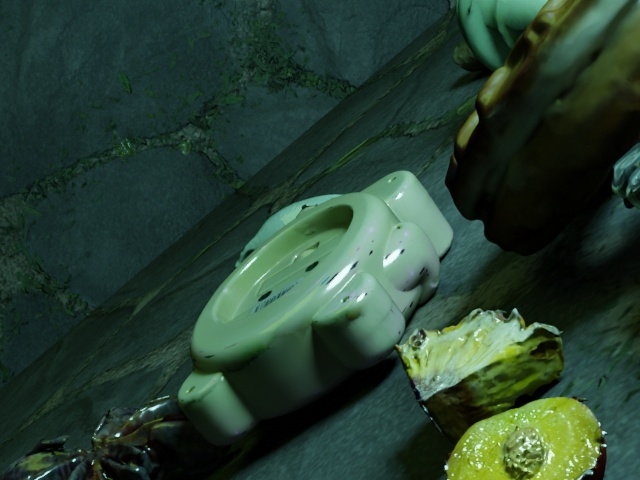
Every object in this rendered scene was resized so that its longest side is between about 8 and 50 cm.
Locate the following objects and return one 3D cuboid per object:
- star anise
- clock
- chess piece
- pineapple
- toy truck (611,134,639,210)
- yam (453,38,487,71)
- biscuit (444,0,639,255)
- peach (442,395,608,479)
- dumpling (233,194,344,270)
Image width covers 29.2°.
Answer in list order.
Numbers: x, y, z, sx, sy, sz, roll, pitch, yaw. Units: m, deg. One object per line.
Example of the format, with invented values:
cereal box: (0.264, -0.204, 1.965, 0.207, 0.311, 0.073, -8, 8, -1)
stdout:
star anise: (-0.214, 0.241, 1.256, 0.283, 0.129, 0.212, -37, 14, -33)
clock: (-0.010, 0.067, 1.245, 0.284, 0.114, 0.309, -30, 17, 21)
chess piece: (0.287, -0.265, 1.449, 0.195, 0.194, 0.299, -40, 20, 4)
pineapple: (0.108, 0.095, 0.878, 0.137, 0.069, 0.116, -27, 17, 44)
toy truck: (0.273, -0.035, 0.749, 0.135, 0.114, 0.270, -44, 8, 7)
yam: (0.288, -0.301, 1.833, 0.317, 0.071, 0.067, 175, 106, -71)
biscuit: (0.210, -0.115, 0.985, 0.268, 0.115, 0.366, -46, -12, -20)
peach: (0.122, 0.137, 0.691, 0.098, 0.061, 0.098, -20, 32, 13)
dumpling: (-0.001, 0.012, 1.526, 0.219, 0.153, 0.108, -18, 64, 26)
